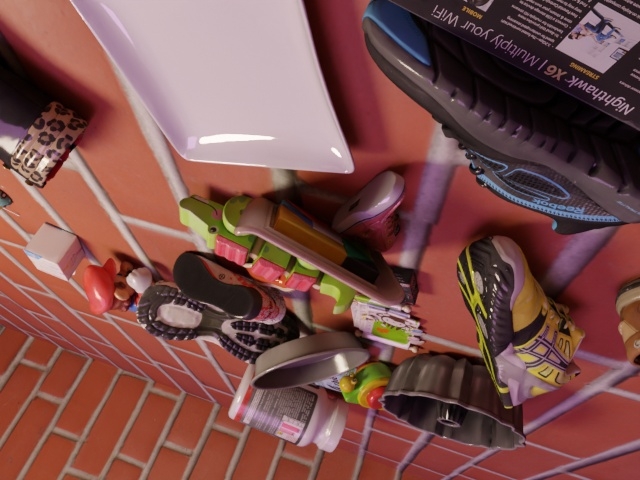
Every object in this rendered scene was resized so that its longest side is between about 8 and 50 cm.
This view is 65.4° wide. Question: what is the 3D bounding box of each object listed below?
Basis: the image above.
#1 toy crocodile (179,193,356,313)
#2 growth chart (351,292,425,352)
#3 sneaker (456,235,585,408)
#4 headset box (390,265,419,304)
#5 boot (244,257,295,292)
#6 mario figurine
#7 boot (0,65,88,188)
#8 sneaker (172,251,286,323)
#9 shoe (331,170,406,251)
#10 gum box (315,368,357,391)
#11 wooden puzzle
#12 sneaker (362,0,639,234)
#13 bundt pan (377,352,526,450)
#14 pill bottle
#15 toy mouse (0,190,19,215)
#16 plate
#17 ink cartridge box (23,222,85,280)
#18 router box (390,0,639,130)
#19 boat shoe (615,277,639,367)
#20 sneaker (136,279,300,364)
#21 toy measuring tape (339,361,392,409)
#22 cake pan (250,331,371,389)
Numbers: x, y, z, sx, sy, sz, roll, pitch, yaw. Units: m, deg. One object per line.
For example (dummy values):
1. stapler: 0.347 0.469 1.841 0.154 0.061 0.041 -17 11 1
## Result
1. toy crocodile: -0.089 0.020 0.864 0.340 0.105 0.115 26 151 -6
2. growth chart: 0.136 0.175 1.060 0.172 0.021 0.237 10 150 19
3. sneaker: 0.311 0.116 0.765 0.147 0.145 0.385 -21 136 9
4. headset box: 0.136 0.077 0.882 0.062 0.032 0.083 8 150 23
5. boot: -0.089 0.055 0.975 0.158 0.059 0.084 -4 137 40
6. mario figurine: -0.465 0.129 1.330 0.320 0.170 0.198 31 115 -36
7. boot: -0.557 -0.194 0.800 0.284 0.138 0.377 37 142 -26
8. sneaker: -0.199 0.110 1.102 0.270 0.090 0.145 22 178 35
9. shoe: 0.088 -0.036 0.700 0.081 0.063 0.178 28 156 -14
10. gum box: 0.051 0.408 1.487 0.184 0.041 0.157 10 149 20
11. wooden puzzle: 0.000 0.000 0.730 0.238 0.044 0.221 25 -168 -9
12. sneaker: 0.171 -0.100 0.470 0.341 0.125 0.139 31 155 -12
13. bundt pan: 0.308 0.364 1.155 0.331 0.124 0.331 16 150 9
14. pill bottle: -0.103 0.554 1.663 0.363 0.210 0.210 24 151 -3
15. toy mouse: -0.811 -0.113 1.203 0.161 0.031 0.143 33 149 -19
16. plate: -0.110 -0.193 0.582 0.278 0.045 0.277 7 149 24
17. ink cartridge box: -0.693 0.036 1.314 0.092 0.090 0.143 24 152 -3
18. router box: 0.205 -0.210 0.302 0.309 0.081 0.243 25 151 -6
19. boat shoe: 0.503 0.090 0.565 0.122 0.120 0.324 30 150 -15
20. sneaker: -0.240 0.174 1.240 0.410 0.158 0.182 23 -169 -22
21. toy measuring tape: 0.190 0.391 1.325 0.330 0.121 0.121 20 156 -32
22. cake pan: -0.027 0.289 1.193 0.293 0.054 0.293 -13 154 -6
